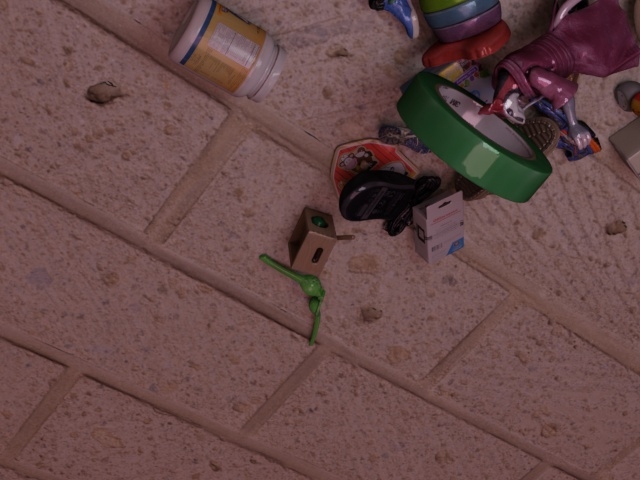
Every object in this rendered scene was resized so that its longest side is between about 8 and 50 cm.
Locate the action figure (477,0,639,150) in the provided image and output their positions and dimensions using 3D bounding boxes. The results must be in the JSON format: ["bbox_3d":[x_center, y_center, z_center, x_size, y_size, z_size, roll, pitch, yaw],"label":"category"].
[{"bbox_3d":[0.450,-0.352,1.569,0.370,0.248,0.275,-34,128,-21],"label":"action figure"}]

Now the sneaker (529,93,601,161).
[{"bbox_3d":[0.533,-0.249,1.814,0.221,0.083,0.087,39,119,-23],"label":"sneaker"}]

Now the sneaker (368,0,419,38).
[{"bbox_3d":[0.141,-0.468,1.635,0.085,0.058,0.152,-21,118,0],"label":"sneaker"}]

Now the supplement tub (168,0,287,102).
[{"bbox_3d":[-0.182,-0.373,1.609,0.200,0.144,0.144,27,116,-22],"label":"supplement tub"}]

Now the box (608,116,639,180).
[{"bbox_3d":[0.801,-0.256,1.820,0.275,0.113,0.094,-36,121,17],"label":"box"}]

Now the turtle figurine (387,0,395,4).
[{"bbox_3d":[0.087,-0.552,1.507,0.118,0.175,0.234,-41,103,9],"label":"turtle figurine"}]

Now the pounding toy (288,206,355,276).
[{"bbox_3d":[0.000,0.000,1.878,0.100,0.130,0.141,17,119,-17],"label":"pounding toy"}]

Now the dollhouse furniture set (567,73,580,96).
[{"bbox_3d":[0.571,-0.350,1.749,0.091,0.081,0.114,1,123,-7],"label":"dollhouse furniture set"}]

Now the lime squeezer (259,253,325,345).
[{"bbox_3d":[-0.037,0.148,2.014,0.110,0.058,0.310,-22,123,7],"label":"lime squeezer"}]

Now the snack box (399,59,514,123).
[{"bbox_3d":[0.303,-0.296,1.759,0.174,0.070,0.207,-36,121,16],"label":"snack box"}]

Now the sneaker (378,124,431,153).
[{"bbox_3d":[0.191,-0.230,1.798,0.135,0.058,0.052,15,106,-9],"label":"sneaker"}]

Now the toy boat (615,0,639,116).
[{"bbox_3d":[0.732,-0.408,1.710,0.268,0.148,0.318,13,113,-20],"label":"toy boat"}]

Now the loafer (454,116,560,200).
[{"bbox_3d":[0.421,-0.183,1.825,0.269,0.101,0.092,-35,165,31],"label":"loafer"}]

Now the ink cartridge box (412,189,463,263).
[{"bbox_3d":[0.274,-0.044,1.890,0.104,0.060,0.180,-25,135,-17],"label":"ink cartridge box"}]

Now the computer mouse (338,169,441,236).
[{"bbox_3d":[0.131,-0.099,1.826,0.272,0.072,0.188,4,133,-47],"label":"computer mouse"}]

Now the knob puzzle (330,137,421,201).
[{"bbox_3d":[0.107,-0.150,1.854,0.213,0.030,0.213,-3,123,-4],"label":"knob puzzle"}]

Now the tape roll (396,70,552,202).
[{"bbox_3d":[0.299,-0.204,1.585,0.321,0.321,0.077,25,116,-21],"label":"tape roll"}]

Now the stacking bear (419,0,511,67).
[{"bbox_3d":[0.250,-0.506,1.571,0.175,0.164,0.289,1,123,47],"label":"stacking bear"}]
